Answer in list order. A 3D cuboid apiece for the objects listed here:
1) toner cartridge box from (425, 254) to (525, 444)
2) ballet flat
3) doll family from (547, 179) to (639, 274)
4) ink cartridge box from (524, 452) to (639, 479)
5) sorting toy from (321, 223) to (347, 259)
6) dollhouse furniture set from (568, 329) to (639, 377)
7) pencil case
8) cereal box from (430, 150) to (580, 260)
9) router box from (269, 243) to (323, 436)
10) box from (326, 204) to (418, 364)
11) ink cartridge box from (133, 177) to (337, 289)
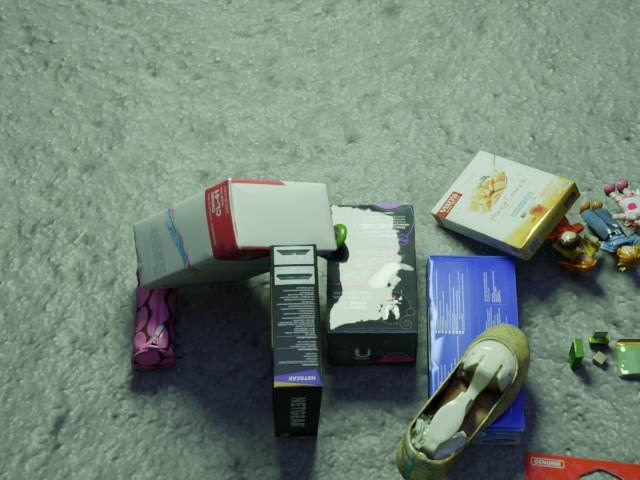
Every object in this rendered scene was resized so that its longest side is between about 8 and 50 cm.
[{"bbox_3d":[0.276,0.194,1.948,0.165,0.075,0.347,1,59,3],"label":"toner cartridge box"},{"bbox_3d":[0.251,0.261,1.798,0.123,0.123,0.348,34,65,19],"label":"ballet flat"},{"bbox_3d":[0.532,-0.009,2.055,0.263,0.118,0.163,-13,42,-12],"label":"doll family"},{"bbox_3d":[0.477,0.472,1.787,0.275,0.060,0.239,5,60,4],"label":"ink cartridge box"},{"bbox_3d":[0.000,0.000,1.931,0.042,0.102,0.061,25,55,-34],"label":"sorting toy"},{"bbox_3d":[0.532,0.204,1.947,0.152,0.058,0.076,1,59,1],"label":"dollhouse furniture set"},{"bbox_3d":[-0.303,0.132,1.981,0.095,0.098,0.209,-5,58,-1],"label":"pencil case"},{"bbox_3d":[0.350,-0.071,2.052,0.240,0.047,0.173,25,70,45],"label":"cereal box"},{"bbox_3d":[-0.044,0.177,1.813,0.081,0.309,0.243,-2,65,-3],"label":"router box"},{"bbox_3d":[0.095,0.082,1.978,0.165,0.143,0.270,0,58,3],"label":"box"},{"bbox_3d":[-0.156,-0.007,1.894,0.226,0.306,0.131,0,78,-43],"label":"ink cartridge box"}]
